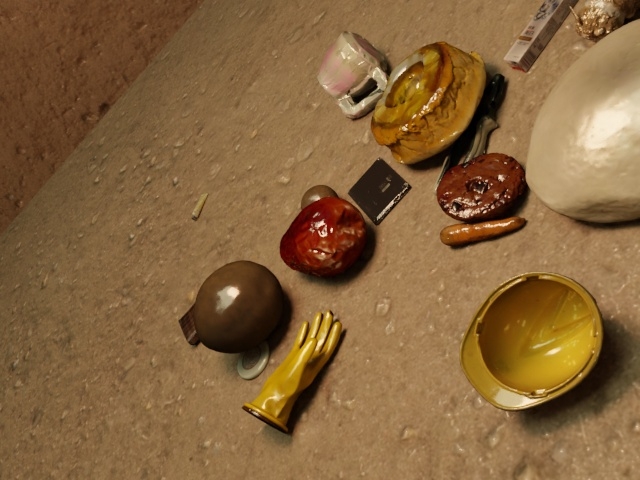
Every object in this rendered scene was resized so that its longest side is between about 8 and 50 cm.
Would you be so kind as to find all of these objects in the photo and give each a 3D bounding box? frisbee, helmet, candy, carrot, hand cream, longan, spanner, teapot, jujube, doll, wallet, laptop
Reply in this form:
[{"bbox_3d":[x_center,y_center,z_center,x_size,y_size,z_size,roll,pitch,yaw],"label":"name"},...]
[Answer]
[{"bbox_3d":[-0.170,0.299,1.955,0.110,0.014,0.110,-30,42,31],"label":"frisbee"},{"bbox_3d":[0.379,0.165,1.335,0.257,0.140,0.205,-49,67,24],"label":"helmet"},{"bbox_3d":[0.559,-0.218,1.409,0.427,0.186,0.386,-41,42,25],"label":"candy"},{"bbox_3d":[0.335,-0.023,1.614,0.191,0.047,0.047,-13,52,40],"label":"carrot"},{"bbox_3d":[-0.398,-0.112,2.542,0.035,0.022,0.102,-13,47,43],"label":"hand cream"},{"bbox_3d":[-0.208,0.169,1.937,0.248,0.248,0.248,-29,43,31],"label":"longan"},{"bbox_3d":[-0.002,-0.090,1.999,0.106,0.106,0.119,-27,23,33],"label":"longan"},{"bbox_3d":[0.352,-0.243,1.774,0.096,0.040,0.324,11,72,53],"label":"spanner"},{"bbox_3d":[0.100,-0.457,2.173,0.178,0.221,0.163,-47,-4,26],"label":"teapot"},{"bbox_3d":[0.000,0.000,1.885,0.255,0.190,0.189,-28,41,57],"label":"jujube"},{"bbox_3d":[0.629,-0.511,1.627,0.221,0.115,0.105,-44,27,4],"label":"doll"},{"bbox_3d":[-0.310,0.179,2.188,0.230,0.042,0.124,-51,38,8],"label":"wallet"},{"bbox_3d":[0.143,-0.127,1.941,0.129,0.016,0.180,-48,35,8],"label":"laptop"}]

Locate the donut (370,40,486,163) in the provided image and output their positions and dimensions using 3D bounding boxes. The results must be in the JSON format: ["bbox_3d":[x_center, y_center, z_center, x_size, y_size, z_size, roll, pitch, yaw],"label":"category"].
[{"bbox_3d":[0.244,-0.337,1.849,0.330,0.160,0.330,-50,21,28],"label":"donut"}]

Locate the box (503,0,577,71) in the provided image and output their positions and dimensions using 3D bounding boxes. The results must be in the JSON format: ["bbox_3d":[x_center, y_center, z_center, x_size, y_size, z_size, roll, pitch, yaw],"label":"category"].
[{"bbox_3d":[0.513,-0.492,1.791,0.218,0.040,0.055,-55,34,0],"label":"box"}]

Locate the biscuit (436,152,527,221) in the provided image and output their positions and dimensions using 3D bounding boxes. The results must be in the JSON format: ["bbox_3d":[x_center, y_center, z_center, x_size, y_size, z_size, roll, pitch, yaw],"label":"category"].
[{"bbox_3d":[0.340,-0.115,1.640,0.192,0.049,0.192,-15,43,14],"label":"biscuit"}]

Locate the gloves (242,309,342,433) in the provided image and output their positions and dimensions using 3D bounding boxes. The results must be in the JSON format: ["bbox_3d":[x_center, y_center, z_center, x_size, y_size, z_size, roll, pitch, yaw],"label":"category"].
[{"bbox_3d":[-0.055,0.285,1.774,0.133,0.116,0.294,15,67,45],"label":"gloves"}]
